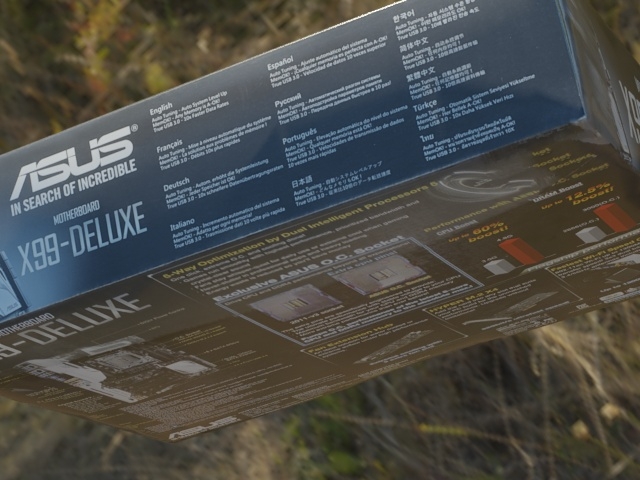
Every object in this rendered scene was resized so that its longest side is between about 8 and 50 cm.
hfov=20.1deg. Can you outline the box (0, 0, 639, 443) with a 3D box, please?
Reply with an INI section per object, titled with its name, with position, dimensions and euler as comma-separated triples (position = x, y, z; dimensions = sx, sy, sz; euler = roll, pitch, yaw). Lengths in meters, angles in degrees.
[box]
position = 0.000, 0.000, 0.791
dimensions = 0.307, 0.242, 0.076
euler = -19, 69, 20
